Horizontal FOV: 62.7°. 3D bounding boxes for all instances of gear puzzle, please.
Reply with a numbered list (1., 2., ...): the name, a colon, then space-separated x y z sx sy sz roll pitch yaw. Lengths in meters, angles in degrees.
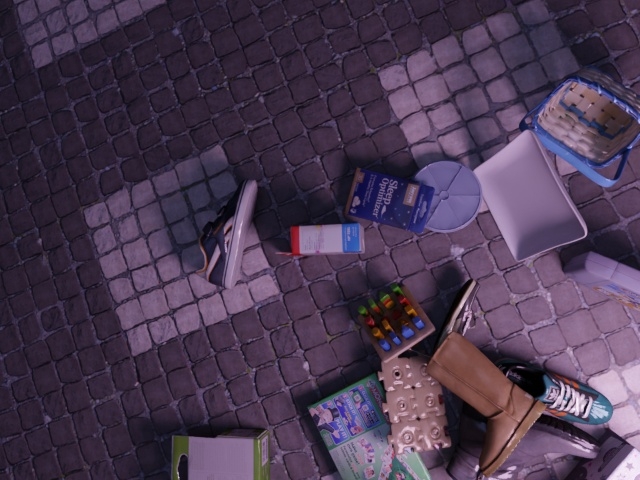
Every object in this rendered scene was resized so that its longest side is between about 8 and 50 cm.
1. gear puzzle: 0.233 0.382 1.391 0.176 0.044 0.338 -4 75 -14

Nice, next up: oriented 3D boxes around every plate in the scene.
1. plate: 0.514 -0.105 1.301 0.045 0.277 0.277 -22 81 -17

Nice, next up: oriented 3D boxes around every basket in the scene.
1. basket: 0.650 -0.276 1.284 0.255 0.201 0.289 41 55 12

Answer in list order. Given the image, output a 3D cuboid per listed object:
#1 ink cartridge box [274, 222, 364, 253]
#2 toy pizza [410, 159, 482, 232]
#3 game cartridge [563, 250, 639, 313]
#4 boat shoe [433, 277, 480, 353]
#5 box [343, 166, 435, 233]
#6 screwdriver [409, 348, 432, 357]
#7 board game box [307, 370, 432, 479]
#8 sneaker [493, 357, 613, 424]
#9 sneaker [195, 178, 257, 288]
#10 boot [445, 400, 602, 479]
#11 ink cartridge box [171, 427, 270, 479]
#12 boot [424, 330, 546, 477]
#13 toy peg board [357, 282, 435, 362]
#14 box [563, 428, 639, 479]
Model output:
1. ink cartridge box: 0.000 0.000 1.440 0.231 0.134 0.077 -2 85 10
2. toy pizza: 0.339 -0.121 1.440 0.202 0.032 0.201 -1 86 10
3. game cartridge: 0.753 0.122 1.258 0.297 0.198 0.062 28 91 12
4. boat shoe: 0.373 0.210 1.385 0.074 0.080 0.223 26 95 6
5. box: 0.188 -0.111 1.443 0.226 0.036 0.136 16 92 20
6. screwdriver: 0.286 0.307 1.393 0.170 0.025 0.024 20 68 -5
7. board game box: 0.130 0.543 1.413 0.214 0.046 0.317 -28 80 6
8. sneaker: 0.578 0.385 1.305 0.302 0.121 0.108 19 89 12
9. sneaker: -0.272 -0.029 1.498 0.128 0.126 0.320 15 89 6
10. boot: 0.503 0.546 1.321 0.339 0.118 0.222 11 89 23
11. ink cartridge box: -0.276 0.625 1.457 0.256 0.097 0.188 -2 85 12
12. boot: 0.371 0.395 1.285 0.270 0.089 0.236 37 95 27
13. toy peg board: 0.185 0.205 1.379 0.161 0.079 0.160 -35 47 6
14. box: 0.688 0.602 1.244 0.142 0.163 0.247 39 92 10
